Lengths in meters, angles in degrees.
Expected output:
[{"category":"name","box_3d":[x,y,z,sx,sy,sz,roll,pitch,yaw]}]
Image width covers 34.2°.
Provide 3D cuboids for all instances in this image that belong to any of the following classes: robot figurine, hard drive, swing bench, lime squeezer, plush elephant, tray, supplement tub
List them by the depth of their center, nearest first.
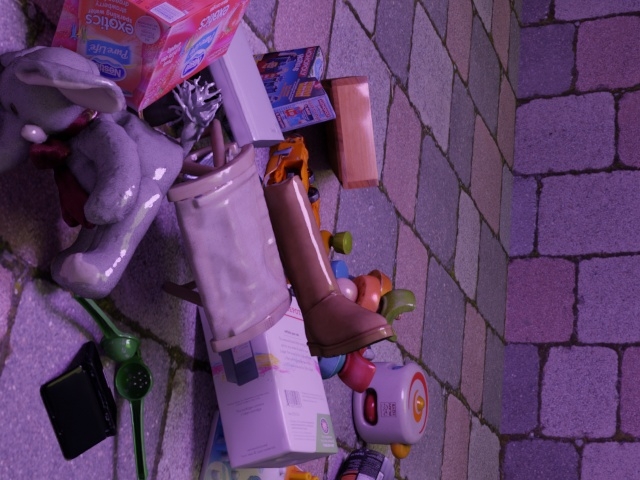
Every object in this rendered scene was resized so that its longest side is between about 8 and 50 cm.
[{"category":"plush elephant","box_3d":[-0.306,-0.118,1.271,0.330,0.255,0.272,-57,-164,-2]},{"category":"lime squeezer","box_3d":[-0.288,0.184,1.480,0.110,0.059,0.310,-51,135,-54]},{"category":"swing bench","box_3d":[-0.153,-0.015,1.527,0.165,0.255,0.253,-22,116,-19]},{"category":"hard drive","box_3d":[-0.151,-0.304,1.731,0.203,0.040,0.307,-26,96,-78]},{"category":"robot figurine","box_3d":[-0.055,-0.038,1.784,0.291,0.085,0.211,-80,159,-51]},{"category":"tray","box_3d":[0.052,-0.226,2.100,0.411,0.076,0.202,-111,-166,-81]},{"category":"supplement tub","box_3d":[0.083,0.550,2.233,0.190,0.117,0.117,-61,141,-50]}]

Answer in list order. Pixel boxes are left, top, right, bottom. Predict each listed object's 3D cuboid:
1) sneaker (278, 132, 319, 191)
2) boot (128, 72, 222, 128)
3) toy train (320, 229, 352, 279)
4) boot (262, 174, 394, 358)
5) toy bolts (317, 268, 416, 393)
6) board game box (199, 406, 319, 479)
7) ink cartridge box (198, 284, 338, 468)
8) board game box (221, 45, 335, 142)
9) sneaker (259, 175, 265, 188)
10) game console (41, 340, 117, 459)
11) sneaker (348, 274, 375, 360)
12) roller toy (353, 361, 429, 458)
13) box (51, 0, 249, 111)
[{"category":"sneaker","box_3d":[-0.052,-0.132,2.071,0.075,0.057,0.161,-23,102,-58]},{"category":"boot","box_3d":[-0.197,-0.230,1.638,0.198,0.137,0.076,-63,143,-50]},{"category":"toy train","box_3d":[0.000,0.000,2.063,0.105,0.143,0.248,65,32,-43]},{"category":"boot","box_3d":[-0.007,0.035,1.523,0.089,0.236,0.269,-19,90,-27]},{"category":"toy bolts","box_3d":[0.039,0.148,1.952,0.228,0.159,0.218,-63,-159,13]},{"category":"board game box","box_3d":[-0.119,0.544,1.848,0.390,0.050,0.389,53,40,-53]},{"category":"ink cartridge box","box_3d":[-0.096,0.205,1.789,0.207,0.119,0.353,27,46,-64]},{"category":"board game box","box_3d":[-0.058,-0.267,1.894,0.060,0.194,0.194,64,33,-43]},{"category":"sneaker","box_3d":[-0.149,-0.061,1.815,0.240,0.091,0.126,-14,89,-75]},{"category":"game console","box_3d":[-0.331,0.218,1.437,0.107,0.071,0.122,-115,-169,-66]},{"category":"sneaker","box_3d":[0.032,0.153,2.183,0.321,0.125,0.180,44,43,-72]},{"category":"roller toy","box_3d":[0.171,0.380,2.417,0.209,0.146,0.191,-70,147,-41]},{"category":"box","box_3d":[-0.228,-0.320,1.472,0.142,0.154,0.300,-60,176,32]}]
